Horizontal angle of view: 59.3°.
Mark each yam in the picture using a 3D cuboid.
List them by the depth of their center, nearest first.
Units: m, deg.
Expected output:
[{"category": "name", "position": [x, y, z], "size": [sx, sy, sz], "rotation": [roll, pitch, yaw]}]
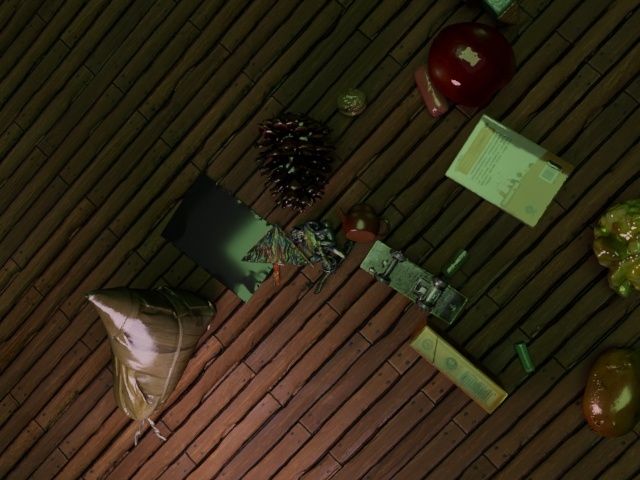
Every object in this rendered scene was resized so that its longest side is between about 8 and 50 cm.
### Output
[{"category": "yam", "position": [0.386, 0.066, 1.614], "size": [0.043, 0.043, 0.094], "rotation": [43, 96, 8]}]

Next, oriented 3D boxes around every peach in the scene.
[{"category": "peach", "position": [0.412, -0.490, 1.529], "size": [0.243, 0.199, 0.244], "rotation": [4, 77, -18]}]

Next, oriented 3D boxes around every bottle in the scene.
[{"category": "bottle", "position": [0.575, 0.327, 1.583], "size": [0.030, 0.030, 0.083], "rotation": [-21, 87, 10]}]

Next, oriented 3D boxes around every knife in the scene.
[{"category": "knife", "position": [0.047, 0.071, 1.686], "size": [0.045, 0.021, 0.222], "rotation": [30, 93, 25]}]

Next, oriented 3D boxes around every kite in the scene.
[{"category": "kite", "position": [-0.131, 0.042, 1.722], "size": [0.232, 0.009, 0.189], "rotation": [1, 90, 10]}]

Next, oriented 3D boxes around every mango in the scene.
[{"category": "mango", "position": [0.792, 0.403, 1.496], "size": [0.155, 0.151, 0.249], "rotation": [20, 87, -21]}]

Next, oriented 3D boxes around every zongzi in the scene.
[{"category": "zongzi", "position": [-0.572, 0.350, 1.586], "size": [0.218, 0.467, 0.500], "rotation": [30, 97, 31]}]

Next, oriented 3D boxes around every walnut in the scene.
[{"category": "walnut", "position": [0.090, -0.407, 1.652], "size": [0.096, 0.079, 0.083], "rotation": [-5, 87, 11]}]

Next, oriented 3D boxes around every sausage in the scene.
[{"category": "sausage", "position": [0.319, -0.432, 1.618], "size": [0.062, 0.062, 0.154], "rotation": [-23, 85, 10]}]

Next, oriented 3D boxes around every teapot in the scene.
[{"category": "teapot", "position": [0.124, -0.060, 1.639], "size": [0.173, 0.116, 0.116], "rotation": [12, 92, -16]}]

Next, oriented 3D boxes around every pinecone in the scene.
[{"category": "pinecone", "position": [-0.070, -0.222, 1.607], "size": [0.246, 0.246, 0.292], "rotation": [-4, 100, 11]}]

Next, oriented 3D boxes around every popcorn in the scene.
[{"category": "popcorn", "position": [0.818, 0.027, 1.458], "size": [0.236, 0.206, 0.252], "rotation": [25, 112, -6]}]

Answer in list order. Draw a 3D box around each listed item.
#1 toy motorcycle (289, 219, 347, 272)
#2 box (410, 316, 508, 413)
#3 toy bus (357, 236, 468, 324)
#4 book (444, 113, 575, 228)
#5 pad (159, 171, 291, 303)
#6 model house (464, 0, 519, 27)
[{"category": "toy motorcycle", "position": [0.000, 0.000, 1.675], "size": [0.193, 0.061, 0.124], "rotation": [43, 103, 18]}, {"category": "box", "position": [0.374, 0.335, 1.548], "size": [0.274, 0.174, 0.076], "rotation": [40, 96, 7]}, {"category": "toy bus", "position": [0.258, 0.112, 1.594], "size": [0.301, 0.139, 0.113], "rotation": [34, 96, 1]}, {"category": "book", "position": [0.534, -0.198, 1.598], "size": [0.295, 0.020, 0.208], "rotation": [34, 96, 9]}, {"category": "pad", "position": [-0.301, -0.011, 1.762], "size": [0.367, 0.007, 0.248], "rotation": [36, 96, 8]}, {"category": "model house", "position": [0.449, -0.741, 1.477], "size": [0.251, 0.295, 0.329], "rotation": [-42, 80, 12]}]
